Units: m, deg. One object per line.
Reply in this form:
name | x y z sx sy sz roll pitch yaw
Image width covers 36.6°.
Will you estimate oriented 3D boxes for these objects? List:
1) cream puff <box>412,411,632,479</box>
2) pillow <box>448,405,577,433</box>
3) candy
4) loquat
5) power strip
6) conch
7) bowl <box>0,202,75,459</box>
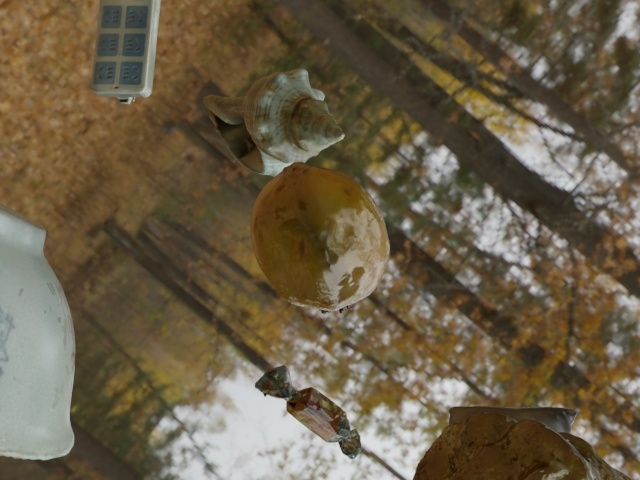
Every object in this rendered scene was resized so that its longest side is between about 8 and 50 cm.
cream puff | 0.194 0.265 0.874 0.196 0.244 0.244 -51 -173 6
pillow | 0.235 0.303 1.270 0.186 0.106 0.250 -4 -147 21
candy | -0.007 0.232 1.326 0.046 0.182 0.053 -39 -160 40
loquat | 0.000 0.000 1.349 0.176 0.234 0.187 -35 -157 -29
power strip | -0.261 -0.282 1.315 0.035 0.081 0.192 24 70 -75
conch | -0.074 -0.205 1.719 0.386 0.169 0.203 -155 -115 -62
bowl | -0.405 0.032 0.980 0.196 0.435 0.435 -63 -172 -5
